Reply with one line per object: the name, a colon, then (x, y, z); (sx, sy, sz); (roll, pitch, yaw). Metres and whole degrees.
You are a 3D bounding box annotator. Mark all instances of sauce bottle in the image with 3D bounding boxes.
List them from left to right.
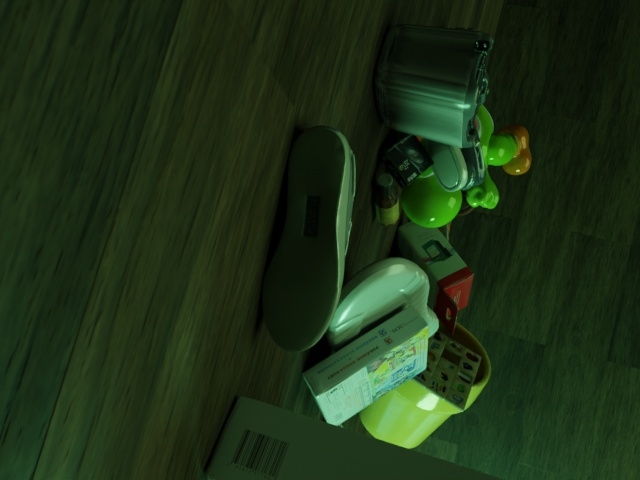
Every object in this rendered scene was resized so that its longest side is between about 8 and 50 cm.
sauce bottle: (0.111, -0.068, 1.170); (0.128, 0.042, 0.042); (78, 29, -64)

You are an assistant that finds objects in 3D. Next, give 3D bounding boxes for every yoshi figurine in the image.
yoshi figurine: (0.255, -0.128, 1.340); (0.362, 0.203, 0.203); (-20, 163, -46)

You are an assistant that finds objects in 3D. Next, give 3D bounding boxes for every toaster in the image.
toaster: (0.164, -0.227, 1.012); (0.227, 0.146, 0.129); (51, 53, -73)

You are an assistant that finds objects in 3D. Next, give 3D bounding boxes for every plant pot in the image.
plant pot: (0.201, 0.308, 1.509); (0.239, 0.254, 0.254); (-67, 172, 29)

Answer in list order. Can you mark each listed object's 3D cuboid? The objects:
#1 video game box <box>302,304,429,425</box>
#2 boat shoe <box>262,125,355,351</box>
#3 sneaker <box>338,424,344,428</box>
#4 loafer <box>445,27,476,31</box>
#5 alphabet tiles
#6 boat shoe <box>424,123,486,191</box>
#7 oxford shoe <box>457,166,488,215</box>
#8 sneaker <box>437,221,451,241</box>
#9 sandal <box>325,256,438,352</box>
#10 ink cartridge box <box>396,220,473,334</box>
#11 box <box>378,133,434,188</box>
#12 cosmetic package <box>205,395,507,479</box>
video game box: (0.074, 0.195, 1.049); (0.187, 0.048, 0.205); (-28, 153, -8)
boat shoe: (-0.001, -0.001, 0.716); (0.081, 0.079, 0.227); (-5, 105, -71)
sneaker: (0.011, 0.367, 1.178); (0.070, 0.051, 0.134); (82, 22, -52)
loafer: (0.265, -0.329, 1.387); (0.319, 0.112, 0.111); (-59, 149, -52)
alphabet tiles: (0.199, 0.220, 1.391); (0.009, 0.237, 0.198); (-64, 170, 29)
boat shoe: (0.216, -0.209, 1.166); (0.079, 0.095, 0.254); (-15, 85, -32)
oxford shoe: (0.322, -0.193, 1.593); (0.130, 0.123, 0.348); (66, 28, -59)
sneaker: (0.274, -0.032, 1.707); (0.121, 0.108, 0.302); (5, 97, -72)
sandal: (0.083, 0.105, 1.083); (0.169, 0.102, 0.416); (-36, 155, -1)
ink cartridge box: (0.256, 0.074, 1.513); (0.078, 0.231, 0.134); (-25, 148, -12)
box: (0.141, -0.133, 1.143); (0.083, 0.067, 0.018); (-38, -174, -38)
cosmetic package: (0.090, 0.310, 0.746); (0.284, 0.377, 0.097); (85, 24, -54)
